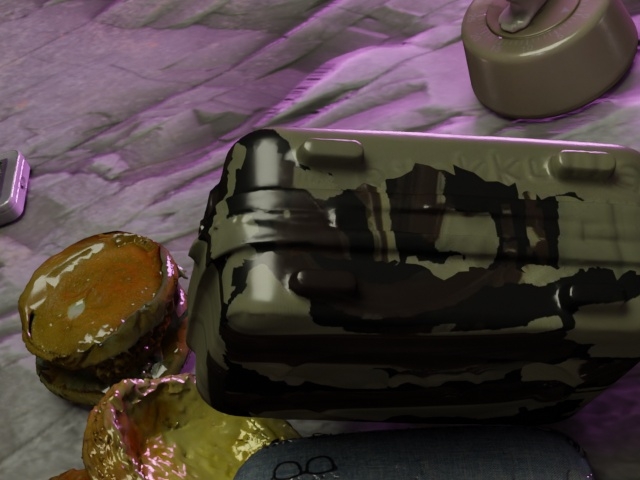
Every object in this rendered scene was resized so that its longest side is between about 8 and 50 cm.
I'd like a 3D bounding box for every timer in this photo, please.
[{"bbox_3d":[0.189,-0.267,1.488,0.175,0.266,0.175,-16,43,16],"label":"timer"}]

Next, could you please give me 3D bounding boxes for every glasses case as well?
[{"bbox_3d":[0.071,0.198,1.191,0.282,0.067,0.109,-5,44,0],"label":"glasses case"}]

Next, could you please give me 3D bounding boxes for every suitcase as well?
[{"bbox_3d":[0.066,0.038,1.202,0.351,0.339,0.194,3,67,-9],"label":"suitcase"}]

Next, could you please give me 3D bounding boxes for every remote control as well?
[{"bbox_3d":[-0.458,-0.031,1.803,0.250,0.034,0.103,-16,42,14],"label":"remote control"}]

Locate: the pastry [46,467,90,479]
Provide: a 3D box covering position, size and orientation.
[{"bbox_3d":[-0.204,0.257,1.325,0.153,0.081,0.153,-20,41,18],"label":"pastry"}]

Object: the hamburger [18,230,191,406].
[{"bbox_3d":[-0.196,0.081,1.488,0.185,0.113,0.177,-14,37,6],"label":"hamburger"}]

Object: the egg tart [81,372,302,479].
[{"bbox_3d":[-0.101,0.197,1.278,0.212,0.090,0.212,18,34,-13],"label":"egg tart"}]
